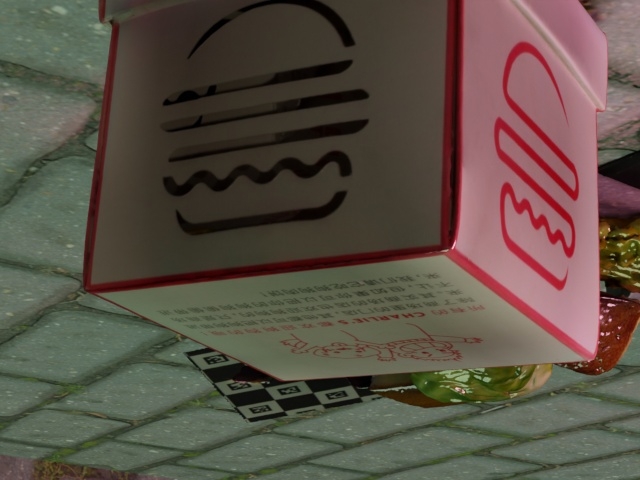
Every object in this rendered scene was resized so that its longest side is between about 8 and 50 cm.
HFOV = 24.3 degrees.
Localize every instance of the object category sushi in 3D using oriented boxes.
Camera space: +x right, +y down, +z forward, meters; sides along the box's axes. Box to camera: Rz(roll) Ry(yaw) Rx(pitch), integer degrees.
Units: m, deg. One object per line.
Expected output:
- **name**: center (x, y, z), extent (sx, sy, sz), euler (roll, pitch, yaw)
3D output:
- **sushi**: center (0.004, 0.168, 2.246), extent (0.343, 0.064, 0.359), euler (-12, 154, 9)

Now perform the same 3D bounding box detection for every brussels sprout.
- **brussels sprout**: center (0.214, 0.126, 1.970), extent (0.223, 0.161, 0.223), euler (-14, 150, -8)

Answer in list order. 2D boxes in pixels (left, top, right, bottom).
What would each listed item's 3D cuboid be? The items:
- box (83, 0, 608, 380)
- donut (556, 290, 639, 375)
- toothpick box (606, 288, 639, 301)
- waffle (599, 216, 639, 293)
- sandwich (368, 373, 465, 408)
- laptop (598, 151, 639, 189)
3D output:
- **box**: center (0.030, -0.072, 1.162), extent (0.314, 0.300, 0.312), euler (-7, 159, 28)
- **donut**: center (0.234, 0.083, 1.765), extent (0.295, 0.112, 0.151), euler (12, 177, 17)
- **toothpick box**: center (0.411, 0.064, 1.896), extent (0.083, 0.052, 0.052), euler (13, 159, -29)
- **waffle**: center (0.353, 0.020, 1.673), extent (0.325, 0.068, 0.302), euler (5, 169, 43)
- **sandwich**: center (0.193, 0.178, 2.140), extent (0.258, 0.094, 0.096), euler (-8, 150, 0)
- **laptop**: center (0.397, -0.078, 1.532), extent (0.135, 0.016, 0.197), euler (16, 158, -30)
